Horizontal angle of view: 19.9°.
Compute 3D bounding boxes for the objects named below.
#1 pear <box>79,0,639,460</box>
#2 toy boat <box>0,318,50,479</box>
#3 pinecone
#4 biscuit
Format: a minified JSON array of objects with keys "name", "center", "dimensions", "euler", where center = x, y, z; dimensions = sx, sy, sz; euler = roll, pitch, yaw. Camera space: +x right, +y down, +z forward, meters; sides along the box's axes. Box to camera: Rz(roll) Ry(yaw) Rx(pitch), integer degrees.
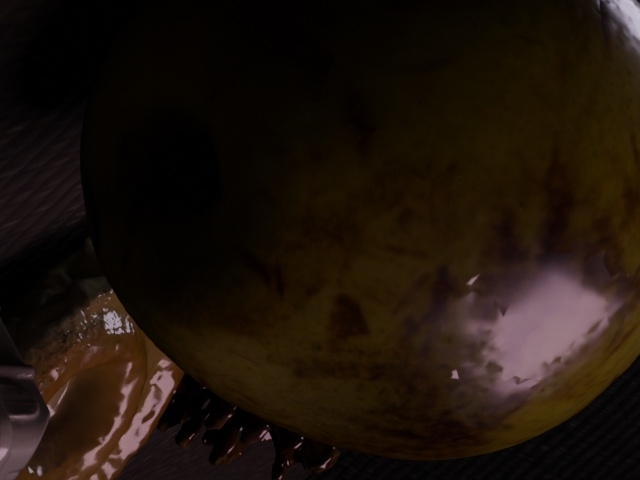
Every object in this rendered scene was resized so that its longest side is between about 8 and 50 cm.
[{"name":"pear","center":[0.029,-0.029,0.831],"dimensions":[0.283,0.283,0.283],"euler":[-40,170,-9]},{"name":"toy boat","center":[-0.244,0.130,0.860],"dimensions":[0.269,0.141,0.141],"euler":[-44,170,17]},{"name":"pinecone","center":[-0.045,0.072,1.248],"dimensions":[0.179,0.195,0.150],"euler":[-31,-169,7]},{"name":"biscuit","center":[-0.173,0.106,1.067],"dimensions":[0.274,0.091,0.213],"euler":[-41,153,-32]}]
